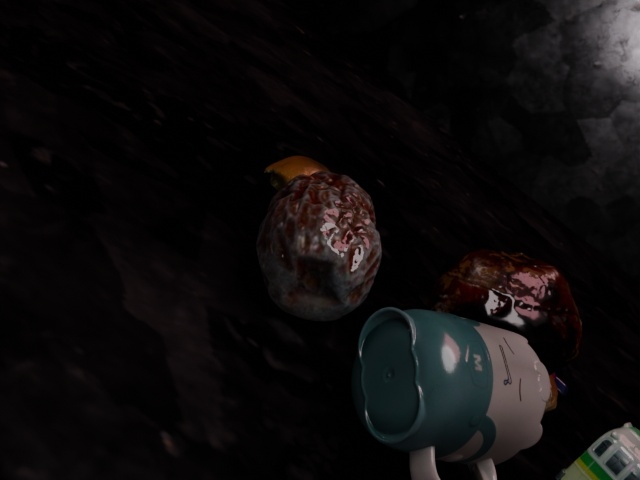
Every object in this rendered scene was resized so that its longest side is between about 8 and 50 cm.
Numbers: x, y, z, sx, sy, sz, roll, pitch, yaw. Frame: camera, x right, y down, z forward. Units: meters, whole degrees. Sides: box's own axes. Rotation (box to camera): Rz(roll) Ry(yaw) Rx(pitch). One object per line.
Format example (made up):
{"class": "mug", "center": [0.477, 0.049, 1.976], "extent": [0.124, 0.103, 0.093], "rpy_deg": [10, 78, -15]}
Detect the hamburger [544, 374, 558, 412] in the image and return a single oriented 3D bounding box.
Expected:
{"class": "hamburger", "center": [0.420, 0.270, 2.049], "extent": [0.102, 0.087, 0.176], "rpy_deg": [15, 26, -45]}

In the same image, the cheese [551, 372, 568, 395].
{"class": "cheese", "center": [0.426, 0.236, 2.179], "extent": [0.244, 0.062, 0.155], "rpy_deg": [41, 17, 10]}

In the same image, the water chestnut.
{"class": "water chestnut", "center": [0.335, 0.158, 1.916], "extent": [0.289, 0.289, 0.244], "rpy_deg": [27, 28, -27]}

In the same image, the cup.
{"class": "cup", "center": [0.187, 0.249, 1.536], "extent": [0.257, 0.219, 0.290], "rpy_deg": [18, 58, -42]}

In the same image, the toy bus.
{"class": "toy bus", "center": [0.553, 0.452, 1.738], "extent": [0.276, 0.165, 0.133], "rpy_deg": [47, 22, 30]}

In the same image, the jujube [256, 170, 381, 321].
{"class": "jujube", "center": [0.000, 0.000, 1.738], "extent": [0.226, 0.226, 0.317], "rpy_deg": [34, 21, -9]}

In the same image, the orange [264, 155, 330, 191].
{"class": "orange", "center": [-0.030, -0.114, 2.138], "extent": [0.170, 0.112, 0.160], "rpy_deg": [43, 16, -18]}
